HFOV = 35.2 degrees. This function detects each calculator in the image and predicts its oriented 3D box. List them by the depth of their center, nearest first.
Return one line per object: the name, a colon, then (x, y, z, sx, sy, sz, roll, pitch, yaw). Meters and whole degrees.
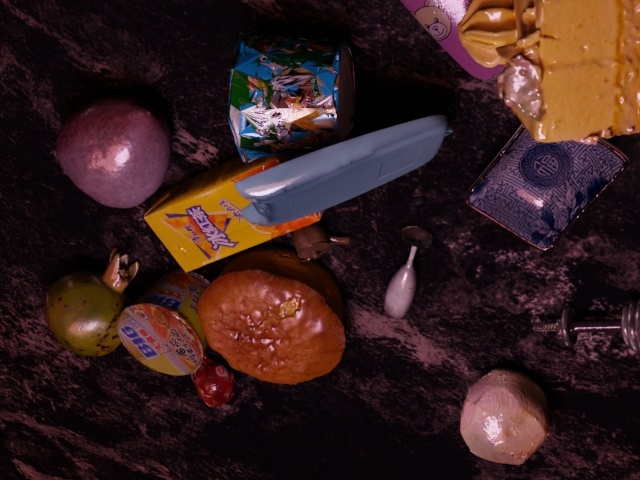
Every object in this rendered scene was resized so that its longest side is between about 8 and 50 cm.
calculator: (0.048, -0.120, 1.704, 0.386, 0.256, 0.054, -22, 79, -6)

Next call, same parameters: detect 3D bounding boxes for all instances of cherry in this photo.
cherry: (-0.388, -0.169, 1.910, 0.213, 0.183, 0.266, 40, 132, -21)

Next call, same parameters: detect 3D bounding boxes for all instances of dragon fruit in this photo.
dragon fruit: (-0.257, 0.294, 2.277, 0.094, 0.094, 0.190, -22, 104, 32)

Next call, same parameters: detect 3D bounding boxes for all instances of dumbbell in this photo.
dumbbell: (0.519, 0.158, 1.872, 0.254, 0.110, 0.110, -4, 124, 31)

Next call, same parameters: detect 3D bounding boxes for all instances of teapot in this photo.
teapot: (0.000, 0.000, 1.975, 0.110, 0.080, 0.085, -10, 157, -18)

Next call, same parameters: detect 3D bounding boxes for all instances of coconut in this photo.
coconut: (0.367, 0.358, 2.015, 0.194, 0.194, 0.194, 10, 128, 13)

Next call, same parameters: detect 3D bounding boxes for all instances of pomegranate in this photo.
pomegranate: (-0.497, 0.130, 2.182, 0.198, 0.198, 0.246, 18, 115, 7)

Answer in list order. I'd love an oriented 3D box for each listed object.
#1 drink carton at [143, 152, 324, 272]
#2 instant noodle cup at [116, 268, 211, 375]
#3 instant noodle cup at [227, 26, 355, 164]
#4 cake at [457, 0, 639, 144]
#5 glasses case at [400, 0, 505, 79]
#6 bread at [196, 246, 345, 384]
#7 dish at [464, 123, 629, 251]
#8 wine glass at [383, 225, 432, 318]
drink carton: (-0.160, -0.071, 1.948, 0.351, 0.111, 0.154, -20, 115, 33)
instant noodle cup: (-0.306, 0.168, 2.147, 0.205, 0.153, 0.205, 15, 131, 18)
instant noodle cup: (-0.042, -0.246, 1.706, 0.178, 0.240, 0.240, 2, 126, 11)
cake: (0.359, -0.277, 1.470, 0.286, 0.227, 0.222, -9, 114, -2)
glasses case: (0.204, -0.386, 1.590, 0.316, 0.076, 0.123, 44, 128, -14)
bread: (-0.090, 0.152, 2.054, 0.312, 0.172, 0.312, 9, 131, 10)
dish: (0.385, -0.118, 1.721, 0.182, 0.080, 0.243, 31, 128, -4)
wine glass: (0.164, 0.066, 1.958, 0.066, 0.066, 0.198, 19, 131, 7)
